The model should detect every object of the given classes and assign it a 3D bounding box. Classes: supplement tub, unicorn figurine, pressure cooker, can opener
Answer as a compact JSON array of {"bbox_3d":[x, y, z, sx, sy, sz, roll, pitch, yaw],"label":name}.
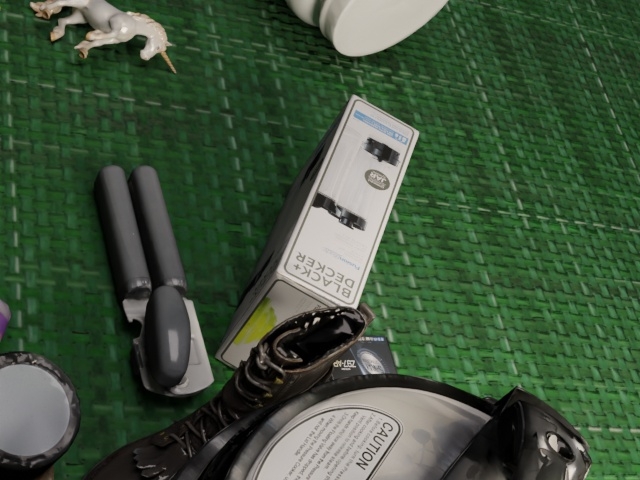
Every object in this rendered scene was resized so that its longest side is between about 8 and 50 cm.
[{"bbox_3d":[0.016,-0.431,1.577,0.241,0.241,0.331,-17,66,-39],"label":"supplement tub"},{"bbox_3d":[-0.249,-0.248,1.400,0.162,0.060,0.111,45,46,7],"label":"unicorn figurine"},{"bbox_3d":[0.035,0.301,0.884,0.376,0.420,0.369,6,54,-26],"label":"pressure cooker"},{"bbox_3d":[-0.164,0.032,1.215,0.074,0.093,0.280,1,51,-29],"label":"can opener"}]

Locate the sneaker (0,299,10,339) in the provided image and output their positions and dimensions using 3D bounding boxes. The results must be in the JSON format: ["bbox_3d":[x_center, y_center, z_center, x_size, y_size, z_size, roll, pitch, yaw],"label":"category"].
[{"bbox_3d":[-0.364,0.024,1.075,0.236,0.095,0.104,53,32,-18],"label":"sneaker"}]

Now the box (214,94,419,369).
[{"bbox_3d":[0.000,0.000,1.277,0.087,0.169,0.290,29,47,-8],"label":"box"}]

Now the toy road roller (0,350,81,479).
[{"bbox_3d":[-0.335,0.217,0.891,0.330,0.202,0.240,7,63,-28],"label":"toy road roller"}]

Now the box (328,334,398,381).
[{"bbox_3d":[0.041,0.134,1.299,0.083,0.018,0.067,5,53,-28],"label":"box"}]

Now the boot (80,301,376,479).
[{"bbox_3d":[-0.087,0.152,1.061,0.263,0.229,0.091,-29,73,-42],"label":"boot"}]
